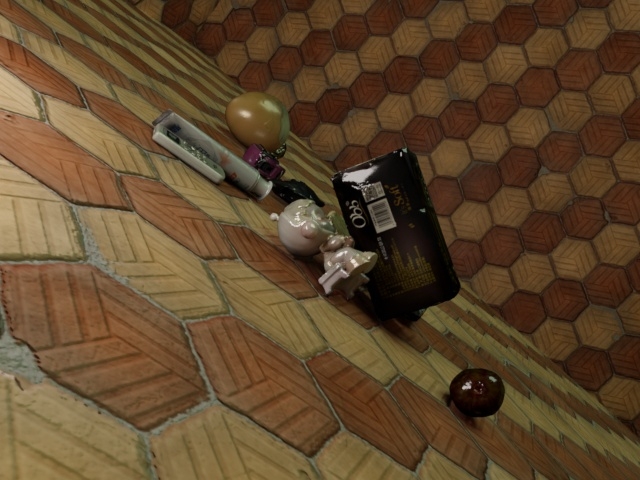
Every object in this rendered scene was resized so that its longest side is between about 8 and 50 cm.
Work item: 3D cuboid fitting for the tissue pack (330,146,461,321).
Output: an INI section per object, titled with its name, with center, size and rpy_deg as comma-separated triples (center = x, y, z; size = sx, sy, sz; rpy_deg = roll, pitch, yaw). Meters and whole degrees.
[tissue pack]
center = 0.174, -0.019, 1.439
size = 0.198, 0.209, 0.370
rpy_deg = -12, 84, -70

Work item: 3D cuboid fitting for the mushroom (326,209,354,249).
[mushroom]
center = 0.126, -0.056, 1.642
size = 0.207, 0.302, 0.233
rpy_deg = 15, -2, 27

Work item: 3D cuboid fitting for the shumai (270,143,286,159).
[shumai]
center = -0.197, -0.352, 2.287
size = 0.139, 0.105, 0.123
rpy_deg = 34, 52, 20

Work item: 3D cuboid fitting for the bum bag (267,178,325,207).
[bum bag]
center = -0.066, -0.148, 1.897
size = 0.137, 0.074, 0.310
rpy_deg = 32, 9, 10

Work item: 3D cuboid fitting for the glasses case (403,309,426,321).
[glasses case]
center = 0.243, 0.153, 1.701
size = 0.122, 0.082, 0.321
rpy_deg = 40, 10, 9

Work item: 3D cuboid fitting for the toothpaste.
[toothpaste]
center = -0.258, -0.208, 1.492
size = 0.323, 0.066, 0.100
rpy_deg = 35, -30, -28

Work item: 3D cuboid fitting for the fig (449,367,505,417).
[fig]
center = 0.327, 0.319, 1.280
size = 0.109, 0.103, 0.155
rpy_deg = 19, -10, 17

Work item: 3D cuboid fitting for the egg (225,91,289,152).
[egg]
center = -0.219, -0.416, 2.125
size = 0.244, 0.201, 0.201
rpy_deg = 17, 23, -36

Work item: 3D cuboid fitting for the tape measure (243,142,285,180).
[tape measure]
center = -0.177, -0.246, 1.902
size = 0.125, 0.074, 0.118
rpy_deg = 31, 13, -48

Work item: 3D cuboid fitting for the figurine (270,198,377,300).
[figurine]
center = -0.003, 0.007, 1.356
size = 0.181, 0.145, 0.257
rpy_deg = -11, 51, -50

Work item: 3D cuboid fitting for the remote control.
[remote control]
center = -0.301, -0.198, 1.408
size = 0.190, 0.029, 0.087
rpy_deg = 36, 12, -23
